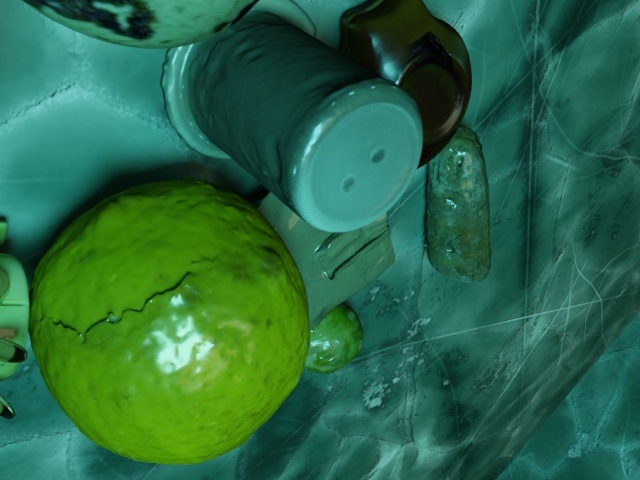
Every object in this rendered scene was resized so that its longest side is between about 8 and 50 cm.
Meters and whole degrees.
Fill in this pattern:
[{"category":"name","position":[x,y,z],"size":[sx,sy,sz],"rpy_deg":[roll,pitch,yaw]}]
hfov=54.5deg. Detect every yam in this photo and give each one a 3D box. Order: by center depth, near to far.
[{"category":"yam","position":[0.261,-0.063,1.178],"size":[0.133,0.133,0.331],"rpy_deg":[-27,131,-20]}]

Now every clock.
[{"category":"clock","position":[-0.382,0.093,0.704],"size":[0.069,0.232,0.170],"rpy_deg":[6,118,-41]}]

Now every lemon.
[{"category":"lemon","position":[-0.176,0.108,0.794],"size":[0.349,0.350,0.388],"rpy_deg":[-31,129,-17]}]

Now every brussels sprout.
[{"category":"brussels sprout","position":[0.012,0.186,1.175],"size":[0.155,0.117,0.155],"rpy_deg":[-31,142,-27]}]

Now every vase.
[{"category":"vase","position":[-0.034,-0.151,0.761],"size":[0.244,0.291,0.245],"rpy_deg":[-19,130,-24]}]

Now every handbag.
[{"category":"handbag","position":[0.004,0.000,1.038],"size":[0.253,0.109,0.316],"rpy_deg":[-35,136,-19]}]

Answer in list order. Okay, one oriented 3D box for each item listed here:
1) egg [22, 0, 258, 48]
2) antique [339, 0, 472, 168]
[{"category":"egg","position":[-0.173,-0.325,0.477],"size":[0.287,0.287,0.379],"rpy_deg":[-39,139,-8]},{"category":"antique","position":[0.129,-0.233,0.945],"size":[0.223,0.129,0.278],"rpy_deg":[-31,133,-14]}]
